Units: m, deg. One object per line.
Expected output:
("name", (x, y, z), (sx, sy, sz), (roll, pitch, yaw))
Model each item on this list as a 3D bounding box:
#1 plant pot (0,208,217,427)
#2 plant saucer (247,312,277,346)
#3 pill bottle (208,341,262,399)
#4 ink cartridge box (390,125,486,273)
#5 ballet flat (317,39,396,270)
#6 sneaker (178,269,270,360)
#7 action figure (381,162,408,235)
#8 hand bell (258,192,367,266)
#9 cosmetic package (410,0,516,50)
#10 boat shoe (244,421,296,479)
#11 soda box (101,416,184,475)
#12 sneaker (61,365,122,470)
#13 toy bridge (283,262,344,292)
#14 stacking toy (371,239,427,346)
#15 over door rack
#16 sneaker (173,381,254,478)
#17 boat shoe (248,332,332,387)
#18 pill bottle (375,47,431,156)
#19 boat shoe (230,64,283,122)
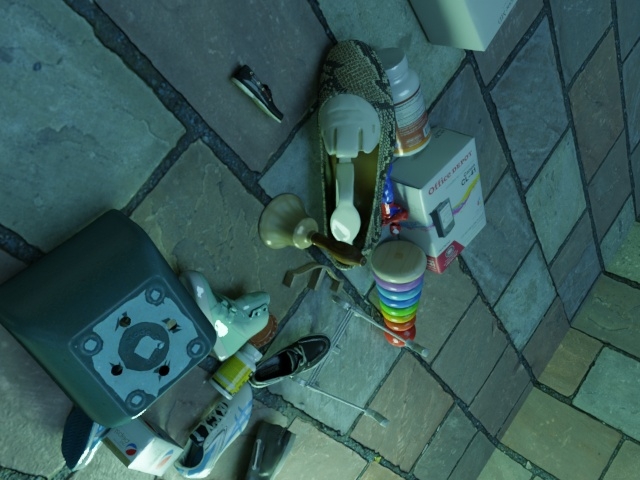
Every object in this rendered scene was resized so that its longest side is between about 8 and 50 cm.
("plant pot", (-0.300, 0.125, 0.874), (0.248, 0.252, 0.247), (-41, 117, -24))
("plant saucer", (-0.132, 0.199, 1.314), (0.083, 0.013, 0.083), (-22, 125, -36))
("pill bottle", (-0.180, 0.279, 1.267), (0.116, 0.065, 0.065), (-50, 138, -15))
("ink cartridge box", (0.304, -0.101, 1.518), (0.226, 0.131, 0.306), (-43, 137, -21))
("ballet flat", (0.065, -0.146, 1.198), (0.182, 0.164, 0.483), (-66, 158, -56))
("sneaker", (-0.182, 0.115, 1.155), (0.151, 0.094, 0.256), (-36, 142, -20))
("action figure", (0.128, -0.089, 1.373), (0.139, 0.091, 0.280), (-51, 137, -23))
("hand bell", (0.000, 0.000, 1.170), (0.126, 0.242, 0.126), (-24, 126, -37))
("cosmetic package", (0.269, -0.591, 1.203), (0.197, 0.155, 0.365), (-58, 138, -8))
("boat shoe", (-0.166, 0.599, 1.449), (0.335, 0.095, 0.112), (-65, 175, 8))
("soda box", (-0.328, 0.386, 1.102), (0.069, 0.074, 0.216), (-48, 162, -19))
("sneaker", (-0.385, 0.312, 1.058), (0.092, 0.087, 0.229), (27, 92, -51))
("toy bridge", (-0.006, 0.085, 1.374), (0.188, 0.026, 0.063), (11, 101, -48))
("stacking toy", (0.213, 0.160, 1.576), (0.141, 0.141, 0.330), (-36, 139, -27))
("over door rack", (0.093, 0.310, 1.512), (0.324, 0.108, 0.239), (33, 85, -28))
("sneaker", (-0.227, 0.408, 1.272), (0.237, 0.085, 0.086), (-57, 144, -9))
("boat shoe", (-0.061, 0.275, 1.341), (0.219, 0.070, 0.078), (-25, 84, -22))
("pill bottle", (0.163, -0.299, 1.273), (0.121, 0.121, 0.216), (-45, 135, -20))
("boat shoe", (-0.106, -0.264, 1.068), (0.042, 0.049, 0.133), (-51, 134, -2))
